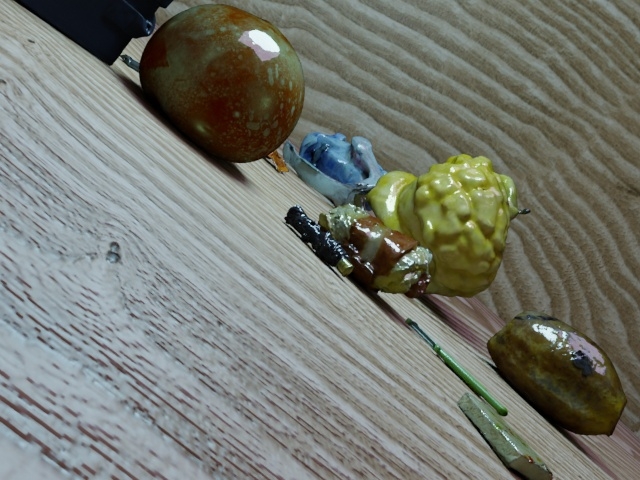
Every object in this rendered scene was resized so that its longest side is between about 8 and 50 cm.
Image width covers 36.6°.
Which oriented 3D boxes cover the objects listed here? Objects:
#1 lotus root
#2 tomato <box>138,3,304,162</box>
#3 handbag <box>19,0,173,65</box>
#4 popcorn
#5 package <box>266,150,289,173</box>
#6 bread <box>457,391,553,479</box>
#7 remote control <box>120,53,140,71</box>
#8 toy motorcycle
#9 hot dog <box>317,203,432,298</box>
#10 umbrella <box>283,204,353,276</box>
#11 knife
[{"bbox_3d":[0.481,0.262,1.915,0.291,0.193,0.193,44,7,27],"label":"lotus root"},{"bbox_3d":[-0.147,-0.260,1.550,0.270,0.222,0.270,43,4,-3],"label":"tomato"},{"bbox_3d":[-0.326,-0.455,1.436,0.329,0.303,0.122,34,12,-51],"label":"handbag"},{"bbox_3d":[0.253,-0.039,2.105,0.381,0.349,0.349,11,2,9],"label":"popcorn"},{"bbox_3d":[-0.112,-0.194,2.159,0.111,0.033,0.077,47,-2,12],"label":"package"},{"bbox_3d":[0.223,0.241,1.179,0.068,0.028,0.154,36,6,-25],"label":"bread"},{"bbox_3d":[-0.335,-0.320,1.768,0.034,0.016,0.091,48,8,16],"label":"remote control"},{"bbox_3d":[0.051,-0.197,2.473,0.241,0.182,0.319,33,11,-51],"label":"toy motorcycle"},{"bbox_3d":[0.080,0.023,1.544,0.213,0.103,0.146,34,24,26],"label":"hot dog"},{"bbox_3d":[0.000,0.000,1.459,0.144,0.040,0.037,46,-1,29],"label":"umbrella"},{"bbox_3d":[0.209,0.196,1.477,0.212,0.015,0.054,44,-1,29],"label":"knife"}]
